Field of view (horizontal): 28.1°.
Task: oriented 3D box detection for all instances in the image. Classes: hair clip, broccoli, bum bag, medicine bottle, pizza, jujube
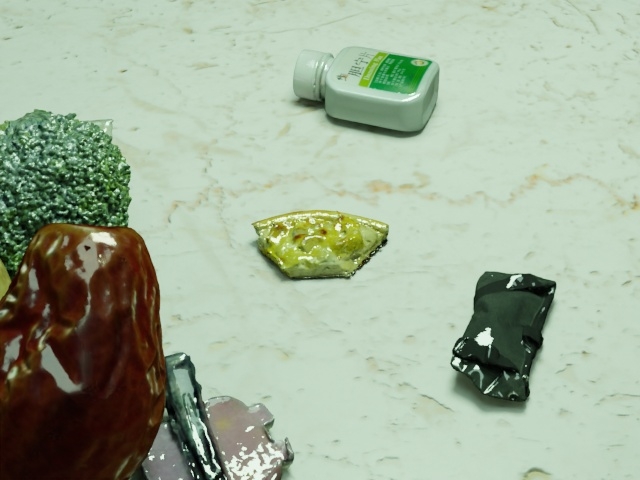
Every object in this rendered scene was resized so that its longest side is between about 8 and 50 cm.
[{"bbox_3d":[-0.111,0.190,1.219,0.146,0.056,0.187,-15,50,-20],"label":"hair clip"},{"bbox_3d":[-0.304,-0.034,1.405,0.198,0.226,0.176,28,-3,-18],"label":"broccoli"},{"bbox_3d":[0.193,0.089,1.336,0.087,0.049,0.198,15,40,11],"label":"bum bag"},{"bbox_3d":[0.060,-0.205,1.689,0.183,0.069,0.119,12,43,16],"label":"medicine bottle"},{"bbox_3d":[0.000,-0.001,1.458,0.160,0.036,0.099,-1,39,0],"label":"pizza"},{"bbox_3d":[-0.228,0.109,1.160,0.190,0.255,0.190,9,0,0],"label":"jujube"}]

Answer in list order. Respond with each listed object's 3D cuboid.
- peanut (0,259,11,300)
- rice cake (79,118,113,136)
[{"bbox_3d":[-0.349,0.064,1.264,0.229,0.098,0.103,52,42,-5],"label":"peanut"},{"bbox_3d":[-0.383,-0.115,1.585,0.256,0.057,0.052,-5,37,-6],"label":"rice cake"}]
